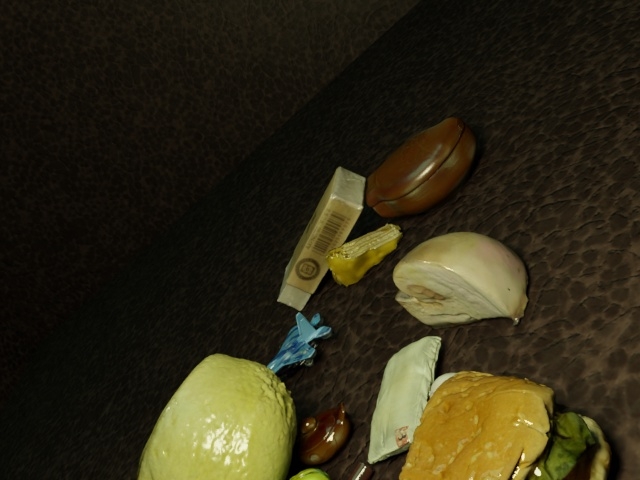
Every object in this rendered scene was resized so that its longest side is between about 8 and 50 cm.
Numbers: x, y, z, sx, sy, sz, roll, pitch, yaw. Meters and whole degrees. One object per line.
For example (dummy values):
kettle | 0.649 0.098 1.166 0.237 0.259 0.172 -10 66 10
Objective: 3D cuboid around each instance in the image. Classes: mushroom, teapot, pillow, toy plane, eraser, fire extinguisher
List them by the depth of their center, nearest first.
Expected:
fire extinguisher | 0.032 0.427 1.207 0.049 0.035 0.173 27 71 29
pillow | 0.139 0.257 1.273 0.128 0.051 0.229 -41 19 38
mushroom | 0.228 0.038 1.326 0.236 0.173 0.162 -17 33 54
teapot | 0.001 0.335 1.361 0.129 0.078 0.098 -41 21 16
toy plane | -0.074 0.262 1.657 0.246 0.078 0.169 -54 20 1
eraser | 0.000 0.000 1.827 0.144 0.078 0.343 -78 15 -55

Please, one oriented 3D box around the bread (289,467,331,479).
bread | -0.031 0.415 1.231 0.130 0.071 0.139 -58 -9 8

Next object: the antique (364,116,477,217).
antique | 0.229 -0.154 1.738 0.278 0.129 0.223 -38 22 24

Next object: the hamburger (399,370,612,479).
hamburger | 0.227 0.269 0.918 0.209 0.162 0.330 -31 21 40

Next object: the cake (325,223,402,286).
cake | 0.107 0.045 1.748 0.185 0.116 0.080 -23 36 -20

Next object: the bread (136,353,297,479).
bread | -0.161 0.369 1.347 0.320 0.237 0.320 -62 -9 -17

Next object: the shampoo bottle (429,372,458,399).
shampoo bottle | 0.188 0.276 1.104 0.074 0.074 0.192 -34 23 31
